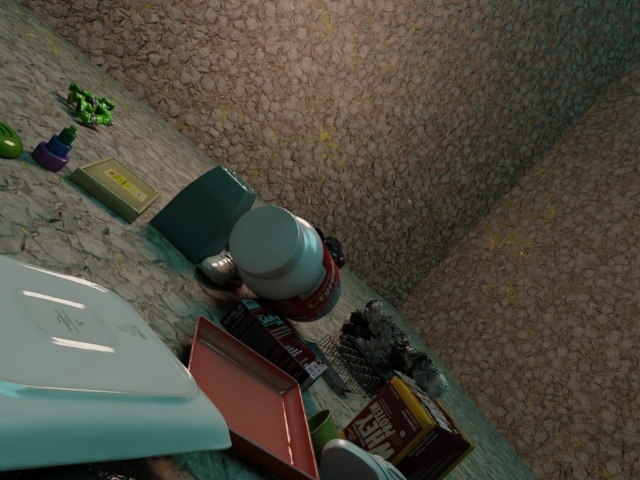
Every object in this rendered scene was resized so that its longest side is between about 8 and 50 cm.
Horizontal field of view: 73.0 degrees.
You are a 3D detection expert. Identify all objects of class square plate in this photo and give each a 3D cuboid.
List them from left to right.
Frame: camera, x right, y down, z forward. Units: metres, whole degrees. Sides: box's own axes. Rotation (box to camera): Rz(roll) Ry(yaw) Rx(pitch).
[{"bbox_3d":[-0.292,0.105,0.480,0.347,0.049,0.344,32,-2,34],"label":"square plate"}]

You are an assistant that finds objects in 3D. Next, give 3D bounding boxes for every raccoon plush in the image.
[{"bbox_3d":[0.244,0.405,1.534,0.446,0.216,0.299,50,3,27],"label":"raccoon plush"}]

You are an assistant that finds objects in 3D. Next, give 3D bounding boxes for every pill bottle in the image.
[{"bbox_3d":[-0.085,0.071,1.173,0.229,0.229,0.407,46,-6,26],"label":"pill bottle"}]

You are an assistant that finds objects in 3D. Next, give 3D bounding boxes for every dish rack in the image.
[{"bbox_3d":[0.075,0.362,1.274,0.208,0.074,0.271,46,7,36],"label":"dish rack"}]

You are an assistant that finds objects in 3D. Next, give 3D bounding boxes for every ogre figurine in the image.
[{"bbox_3d":[-0.750,-0.437,1.427,0.197,0.097,0.118,33,11,36],"label":"ogre figurine"}]

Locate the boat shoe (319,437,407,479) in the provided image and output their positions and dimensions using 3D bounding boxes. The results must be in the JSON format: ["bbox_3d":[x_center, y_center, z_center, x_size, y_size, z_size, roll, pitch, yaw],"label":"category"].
[{"bbox_3d":[0.102,0.434,0.772,0.267,0.096,0.088,43,19,-9],"label":"boat shoe"}]

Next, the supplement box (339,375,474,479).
[{"bbox_3d":[0.180,0.429,0.920,0.194,0.191,0.129,38,8,-35],"label":"supplement box"}]

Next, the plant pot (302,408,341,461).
[{"bbox_3d":[0.008,0.372,0.801,0.079,0.083,0.083,55,7,2],"label":"plant pot"}]

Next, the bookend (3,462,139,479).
[{"bbox_3d":[-0.177,0.266,0.323,0.156,0.072,0.157,38,8,-32],"label":"bookend"}]

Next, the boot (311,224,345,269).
[{"bbox_3d":[0.000,0.000,1.826,0.207,0.094,0.246,44,11,-25],"label":"boot"}]

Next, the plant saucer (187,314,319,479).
[{"bbox_3d":[-0.128,0.269,0.739,0.259,0.048,0.258,40,7,-19],"label":"plant saucer"}]

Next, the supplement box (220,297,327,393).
[{"bbox_3d":[-0.103,0.239,0.989,0.239,0.073,0.130,43,6,13],"label":"supplement box"}]

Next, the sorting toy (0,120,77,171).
[{"bbox_3d":[-0.621,-0.251,0.812,0.127,0.126,0.365,46,7,26],"label":"sorting toy"}]

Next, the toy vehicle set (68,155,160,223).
[{"bbox_3d":[-0.516,-0.139,1.121,0.166,0.035,0.267,41,6,-17],"label":"toy vehicle set"}]

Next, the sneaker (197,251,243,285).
[{"bbox_3d":[-0.248,0.063,1.183,0.090,0.095,0.235,46,8,11],"label":"sneaker"}]

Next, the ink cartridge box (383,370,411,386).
[{"bbox_3d":[0.281,0.542,1.404,0.165,0.065,0.332,43,7,-1],"label":"ink cartridge box"}]

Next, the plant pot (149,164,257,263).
[{"bbox_3d":[-0.299,-0.082,1.186,0.165,0.234,0.166,43,7,3],"label":"plant pot"}]
